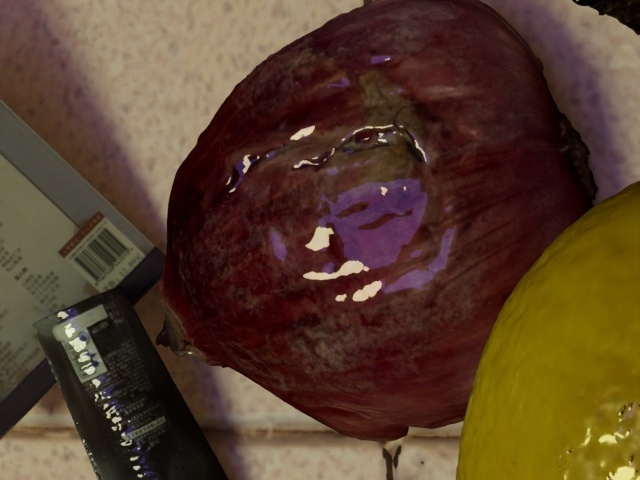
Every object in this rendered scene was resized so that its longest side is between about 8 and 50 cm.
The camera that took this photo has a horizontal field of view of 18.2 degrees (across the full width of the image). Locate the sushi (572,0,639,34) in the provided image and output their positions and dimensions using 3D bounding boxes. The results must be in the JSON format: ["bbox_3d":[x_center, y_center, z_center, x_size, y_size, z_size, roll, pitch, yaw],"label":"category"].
[{"bbox_3d":[0.157,-0.156,0.962,0.084,0.098,0.094,-27,72,26],"label":"sushi"}]

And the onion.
[{"bbox_3d":[0.000,0.000,1.051,0.283,0.120,0.227,-28,72,29],"label":"onion"}]

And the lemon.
[{"bbox_3d":[0.191,0.103,0.849,0.293,0.293,0.293,1,91,31],"label":"lemon"}]

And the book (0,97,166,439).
[{"bbox_3d":[-0.222,-0.012,1.158,0.157,0.026,0.231,-45,98,4],"label":"book"}]

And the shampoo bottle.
[{"bbox_3d":[-0.094,0.129,1.127,0.057,0.063,0.207,-26,91,22],"label":"shampoo bottle"}]
